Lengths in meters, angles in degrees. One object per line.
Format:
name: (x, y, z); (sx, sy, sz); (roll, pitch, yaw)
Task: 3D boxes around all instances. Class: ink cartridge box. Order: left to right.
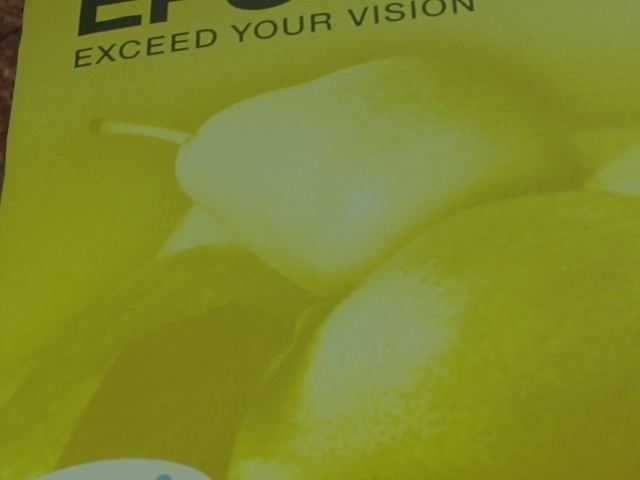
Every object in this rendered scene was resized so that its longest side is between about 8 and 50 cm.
ink cartridge box: (0.065, -0.036, 0.442); (0.303, 0.072, 0.307); (-8, 55, 7)
